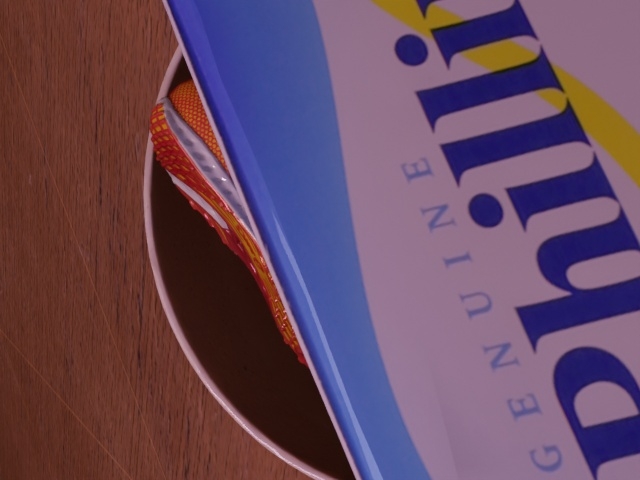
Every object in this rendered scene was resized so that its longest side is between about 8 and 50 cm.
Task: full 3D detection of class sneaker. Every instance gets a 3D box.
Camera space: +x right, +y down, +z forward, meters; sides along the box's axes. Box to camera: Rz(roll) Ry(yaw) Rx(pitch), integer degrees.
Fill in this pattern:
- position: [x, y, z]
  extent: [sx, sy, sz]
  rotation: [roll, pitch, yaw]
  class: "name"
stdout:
- position: [0.000, 0.000, 0.662]
  extent: [0.175, 0.067, 0.064]
  rotation: [57, 163, 6]
  class: "sneaker"

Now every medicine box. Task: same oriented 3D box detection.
- position: [0.124, -0.038, 0.546]
  extent: [0.149, 0.289, 0.264]
  rotation: [61, -175, -70]
  class: "medicine box"

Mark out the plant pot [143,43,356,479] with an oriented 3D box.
- position: [0.083, -0.016, 0.771]
  extent: [0.191, 0.284, 0.284]
  rotation: [25, -136, -72]
  class: "plant pot"
